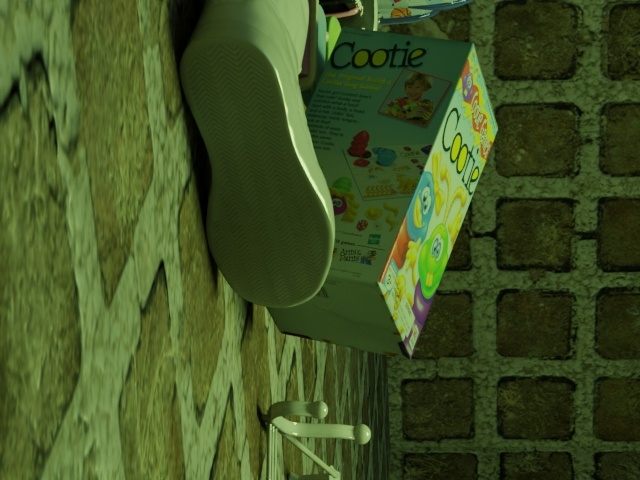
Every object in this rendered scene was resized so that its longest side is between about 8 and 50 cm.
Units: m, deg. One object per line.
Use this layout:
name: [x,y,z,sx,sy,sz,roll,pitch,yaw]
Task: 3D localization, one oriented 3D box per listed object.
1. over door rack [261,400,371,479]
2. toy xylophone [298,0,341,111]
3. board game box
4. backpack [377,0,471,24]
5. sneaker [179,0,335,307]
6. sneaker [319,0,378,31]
over door rack: [0.002,0.320,1.781,0.324,0.108,0.239,77,13,-68]
toy xylophone: [0.012,-0.117,1.795,0.323,0.081,0.236,32,54,-65]
board game box: [0.053,-0.048,1.629,0.275,0.144,0.142,-67,153,-26]
backpack: [0.113,-0.414,2.288,0.213,0.263,0.276,79,10,-64]
sneaker: [-0.039,-0.096,1.370,0.169,0.108,0.292,-81,168,-46]
sneaker: [0.001,-0.319,1.949,0.147,0.105,0.295,-70,153,-72]
